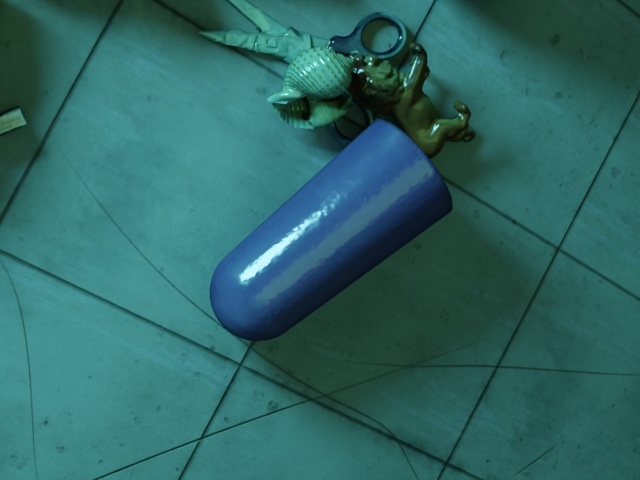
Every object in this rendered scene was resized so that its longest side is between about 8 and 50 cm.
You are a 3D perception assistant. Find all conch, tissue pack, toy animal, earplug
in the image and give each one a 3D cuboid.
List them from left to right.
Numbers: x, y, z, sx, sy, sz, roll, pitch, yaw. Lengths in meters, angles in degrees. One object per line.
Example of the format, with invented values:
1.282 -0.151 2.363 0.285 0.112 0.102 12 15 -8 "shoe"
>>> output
-0.519 -0.186 1.499 0.083 0.063 0.035 -26 109 -13 "tissue pack"
-0.006 -0.269 1.618 0.135 0.153 0.102 52 36 -28 "conch"
0.000 0.000 1.643 0.456 0.215 0.215 -39 109 -7 "earplug"
0.167 -0.245 1.710 0.157 0.097 0.312 -42 117 -1 "toy animal"

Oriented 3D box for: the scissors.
-0.036 -0.348 1.665 0.383 0.029 0.256 22 90 -21 "scissors"
